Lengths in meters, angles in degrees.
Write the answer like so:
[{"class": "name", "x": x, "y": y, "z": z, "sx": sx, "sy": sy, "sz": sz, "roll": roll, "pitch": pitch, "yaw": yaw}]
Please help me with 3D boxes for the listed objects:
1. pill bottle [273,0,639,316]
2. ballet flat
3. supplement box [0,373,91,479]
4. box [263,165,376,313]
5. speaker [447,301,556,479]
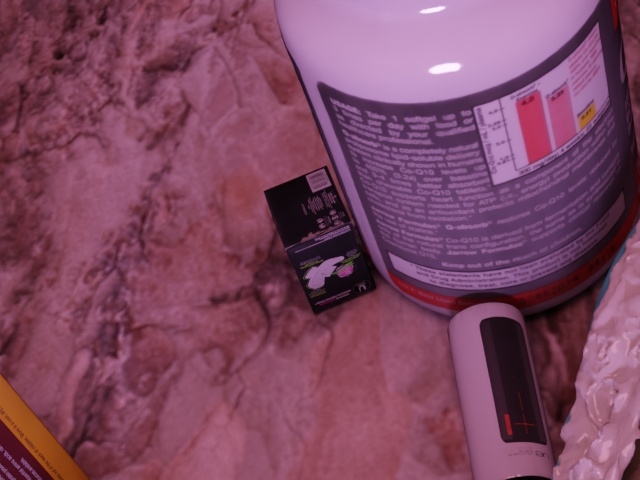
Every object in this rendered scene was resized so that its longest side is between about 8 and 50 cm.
[{"class": "pill bottle", "x": 0.089, "y": -0.125, "z": 0.936, "sx": 0.210, "sy": 0.363, "sz": 0.210, "roll": -9, "pitch": 52, "yaw": 11}, {"class": "ballet flat", "x": 0.208, "y": 0.141, "z": 0.832, "sx": 0.147, "sy": 0.147, "sz": 0.408, "roll": 15, "pitch": 67, "yaw": 27}, {"class": "supplement box", "x": -0.284, "y": 0.171, "z": 0.944, "sx": 0.129, "sy": 0.191, "sz": 0.194, "roll": 22, "pitch": 64, "yaw": 31}, {"class": "box", "x": 0.000, "y": 0.000, "z": 1.051, "sx": 0.052, "sy": 0.083, "sz": 0.062, "roll": -22, "pitch": 50, "yaw": 0}, {"class": "speaker", "x": 0.119, "y": 0.110, "z": 0.949, "sx": 0.055, "sy": 0.055, "sz": 0.136, "roll": -13, "pitch": 51, "yaw": 8}]
